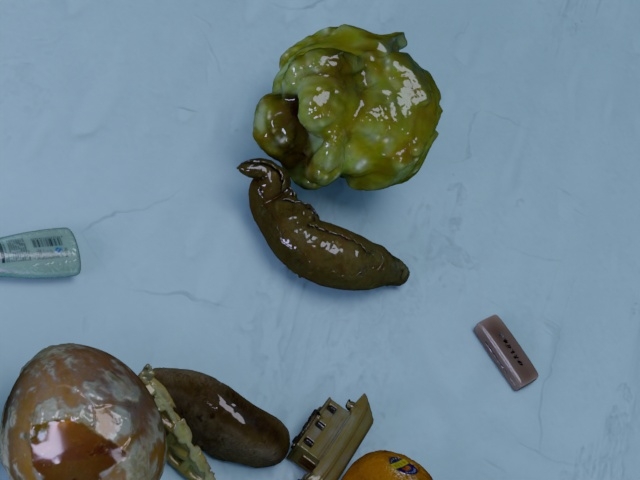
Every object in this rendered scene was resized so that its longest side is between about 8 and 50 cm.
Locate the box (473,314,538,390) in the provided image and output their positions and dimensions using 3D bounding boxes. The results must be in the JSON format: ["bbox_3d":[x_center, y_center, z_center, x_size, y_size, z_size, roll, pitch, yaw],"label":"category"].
[{"bbox_3d":[0.273,0.164,2.231,0.048,0.025,0.115,-23,73,-36],"label":"box"}]

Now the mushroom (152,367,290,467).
[{"bbox_3d":[-0.126,0.226,1.926,0.210,0.094,0.072,33,46,-12],"label":"mushroom"}]

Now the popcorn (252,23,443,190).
[{"bbox_3d":[0.041,-0.179,2.184,0.276,0.225,0.276,5,25,-2],"label":"popcorn"}]

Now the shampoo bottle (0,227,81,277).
[{"bbox_3d":[-0.402,0.022,1.931,0.191,0.041,0.069,-6,69,-32],"label":"shampoo bottle"}]

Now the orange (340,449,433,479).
[{"bbox_3d":[0.086,0.338,1.951,0.135,0.117,0.135,22,10,-4],"label":"orange"}]

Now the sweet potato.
[{"bbox_3d":[-0.003,0.001,2.138,0.310,0.098,0.124,34,48,-13],"label":"sweet potato"}]

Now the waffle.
[{"bbox_3d":[-0.163,0.244,1.870,0.191,0.125,0.032,41,51,4],"label":"waffle"}]

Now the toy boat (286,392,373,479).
[{"bbox_3d":[0.002,0.273,1.986,0.077,0.057,0.200,35,50,2],"label":"toy boat"}]

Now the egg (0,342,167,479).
[{"bbox_3d":[-0.278,0.227,1.771,0.195,0.195,0.233,-4,66,-31],"label":"egg"}]
